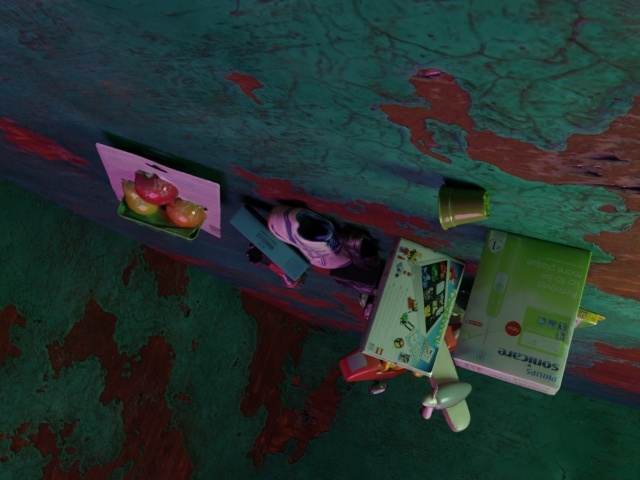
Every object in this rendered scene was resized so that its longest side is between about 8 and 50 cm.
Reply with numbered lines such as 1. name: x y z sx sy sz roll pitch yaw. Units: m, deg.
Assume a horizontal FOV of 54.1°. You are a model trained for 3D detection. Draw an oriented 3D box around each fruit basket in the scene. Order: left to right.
1. fruit basket: -0.421 -0.136 1.704 0.327 0.165 0.353 19 152 0

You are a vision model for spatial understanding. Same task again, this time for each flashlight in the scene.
1. flashlight: -0.164 0.106 2.378 0.103 0.103 0.304 12 167 32

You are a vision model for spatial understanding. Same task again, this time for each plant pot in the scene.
1. plant pot: 0.260 -0.062 1.118 0.079 0.083 0.083 -3 159 26

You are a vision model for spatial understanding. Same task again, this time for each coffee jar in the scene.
1. coffee jar: 0.199 0.194 2.088 0.096 0.079 0.184 17 -151 0

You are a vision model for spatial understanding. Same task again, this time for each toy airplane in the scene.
1. toy airplane: 0.291 0.284 1.748 0.386 0.384 0.272 25 157 13

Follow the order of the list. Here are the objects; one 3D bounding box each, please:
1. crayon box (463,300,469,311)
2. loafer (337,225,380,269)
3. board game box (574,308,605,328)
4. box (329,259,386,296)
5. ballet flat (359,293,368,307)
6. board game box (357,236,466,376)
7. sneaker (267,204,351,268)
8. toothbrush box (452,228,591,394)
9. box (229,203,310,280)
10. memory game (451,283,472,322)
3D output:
1. crayon box: 0.499 0.172 1.611 0.165 0.081 0.278 33 164 2
2. loafer: 0.119 0.030 1.693 0.078 0.076 0.223 21 166 31
3. board game box: 0.635 0.191 1.730 0.259 0.039 0.124 16 167 3
4. box: 0.130 0.108 1.978 0.156 0.093 0.158 14 165 23
5. ballet flat: 0.217 0.238 2.486 0.079 0.077 0.221 -5 165 17
6. board game box: 0.233 0.168 1.586 0.193 0.305 0.053 22 169 -9
7. sneaker: 0.000 0.000 1.663 0.296 0.112 0.131 27 165 -35
8. toothbrush box: 0.410 0.144 1.278 0.206 0.283 0.122 15 167 20
9. box: -0.137 0.003 1.732 0.244 0.060 0.100 43 -174 -2
10. memory game: 0.417 0.184 1.777 0.186 0.186 0.012 22 123 -14
